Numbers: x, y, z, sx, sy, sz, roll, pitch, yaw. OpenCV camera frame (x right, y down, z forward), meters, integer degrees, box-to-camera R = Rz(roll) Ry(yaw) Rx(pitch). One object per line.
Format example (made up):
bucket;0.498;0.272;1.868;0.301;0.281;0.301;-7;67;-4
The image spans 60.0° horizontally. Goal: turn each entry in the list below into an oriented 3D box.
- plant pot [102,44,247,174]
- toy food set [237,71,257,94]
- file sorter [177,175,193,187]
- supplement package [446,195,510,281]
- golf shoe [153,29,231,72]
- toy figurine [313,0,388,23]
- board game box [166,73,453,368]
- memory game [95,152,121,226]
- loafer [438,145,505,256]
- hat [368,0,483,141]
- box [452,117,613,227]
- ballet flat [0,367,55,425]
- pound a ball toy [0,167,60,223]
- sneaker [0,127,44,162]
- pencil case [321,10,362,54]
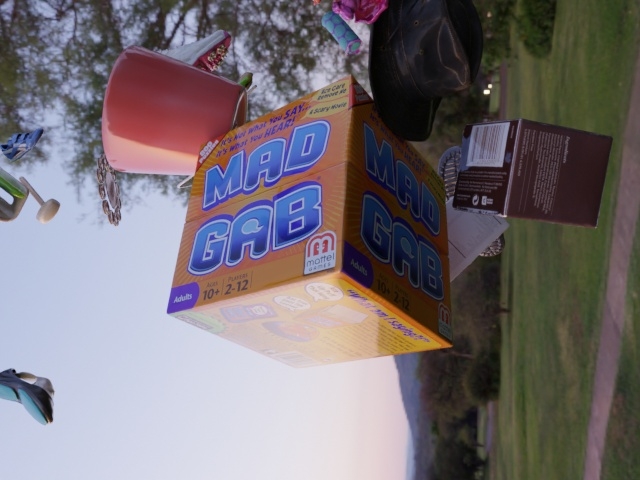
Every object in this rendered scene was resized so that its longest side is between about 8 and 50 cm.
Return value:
plant pot;-0.293;-0.254;1.180;0.275;0.243;0.275;-168;90;-88
toy food set;-0.262;-0.482;1.745;0.038;0.132;0.192;45;-169;-28
file sorter;-0.263;-0.099;1.661;0.278;0.192;0.173;59;-160;-2
supplement package;0.282;0.012;1.269;0.244;0.139;0.134;-39;-10;-16
golf shoe;-0.358;-0.433;1.360;0.306;0.140;0.115;-42;-2;-8
toy figurine;0.024;-0.360;0.752;0.130;0.159;0.173;-25;26;56
board game box;0.000;0.000;1.021;0.356;0.356;0.356;36;-131;-44
memory game;-0.529;-0.126;1.390;0.186;0.012;0.186;171;90;-84
loafer;0.472;-0.128;1.741;0.366;0.133;0.130;66;-152;-15
hat;0.207;-0.343;0.969;0.331;0.133;0.332;-3;-86;-55
box;0.381;-0.121;1.016;0.168;0.203;0.167;-157;74;-71
ballet flat;-0.803;0.413;1.531;0.096;0.280;0.095;-40;-43;-47
pound a ball toy;-0.939;-0.139;1.588;0.136;0.319;0.208;-59;-23;2
sneaker;-0.843;-0.277;1.565;0.059;0.144;0.053;50;-164;-30
pencil case;0.069;-0.665;1.775;0.152;0.064;0.070;56;-171;18
